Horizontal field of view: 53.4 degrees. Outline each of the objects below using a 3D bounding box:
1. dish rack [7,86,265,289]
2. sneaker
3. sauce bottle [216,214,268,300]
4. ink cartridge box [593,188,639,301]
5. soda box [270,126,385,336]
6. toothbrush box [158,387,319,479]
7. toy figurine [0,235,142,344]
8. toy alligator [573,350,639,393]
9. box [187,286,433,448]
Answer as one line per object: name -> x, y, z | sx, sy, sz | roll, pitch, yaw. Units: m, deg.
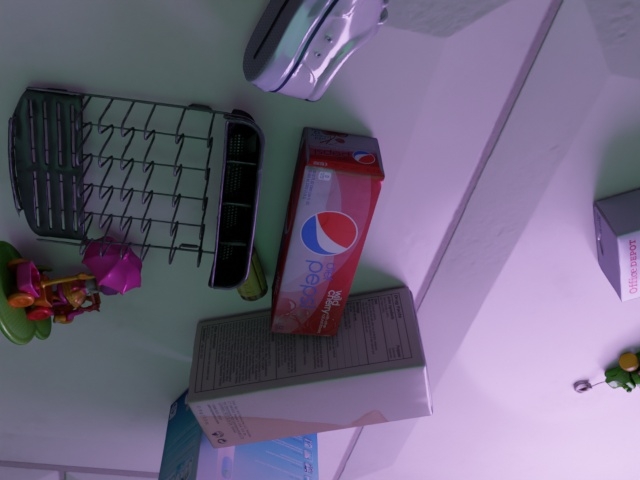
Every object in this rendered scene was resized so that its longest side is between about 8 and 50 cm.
dish rack -> -0.204, -0.060, 0.699 | 0.272, 0.074, 0.208 | 7, 118, -7
sneaker -> 0.025, -0.238, 0.583 | 0.091, 0.094, 0.258 | 12, 135, -36
sauce bottle -> -0.100, 0.019, 0.810 | 0.042, 0.042, 0.128 | -10, 123, 5
ink cartridge box -> 0.448, -0.007, 0.799 | 0.175, 0.072, 0.127 | -18, 129, 11
soda box -> 0.000, 0.000, 0.773 | 0.092, 0.083, 0.263 | 6, 129, -9
toothbrush box -> -0.120, 0.373, 0.942 | 0.216, 0.295, 0.126 | 29, 122, -25
toy figurine -> -0.300, 0.057, 0.799 | 0.159, 0.130, 0.173 | -13, 152, -5
toy alligator -> 0.493, 0.214, 1.001 | 0.190, 0.051, 0.056 | -36, 123, 24
box -> -0.012, 0.176, 0.882 | 0.311, 0.148, 0.121 | -9, 131, 6
